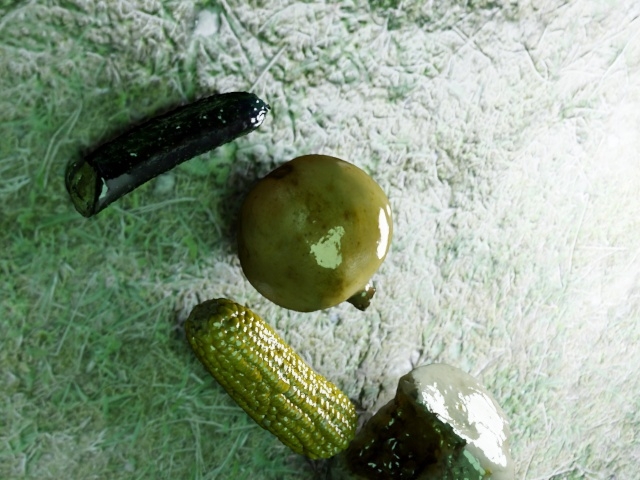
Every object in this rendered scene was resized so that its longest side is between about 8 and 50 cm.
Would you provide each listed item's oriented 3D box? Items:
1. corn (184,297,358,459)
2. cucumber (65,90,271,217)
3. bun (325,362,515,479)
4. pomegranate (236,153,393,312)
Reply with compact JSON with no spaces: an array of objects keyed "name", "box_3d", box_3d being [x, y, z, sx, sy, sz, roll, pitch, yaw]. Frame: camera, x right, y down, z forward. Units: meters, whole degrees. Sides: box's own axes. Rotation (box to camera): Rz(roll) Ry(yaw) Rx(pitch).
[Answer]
[{"name":"corn","box_3d":[-0.063,0.166,1.618,0.102,0.102,0.313,-49,128,-8]},{"name":"cucumber","box_3d":[-0.159,-0.107,1.437,0.245,0.067,0.067,-32,127,-25]},{"name":"bun","box_3d":[0.148,0.316,1.757,0.281,0.205,0.281,-32,151,-21]},{"name":"pomegranate","box_3d":[0.000,0.000,1.532,0.196,0.196,0.196,-17,120,-31]}]
